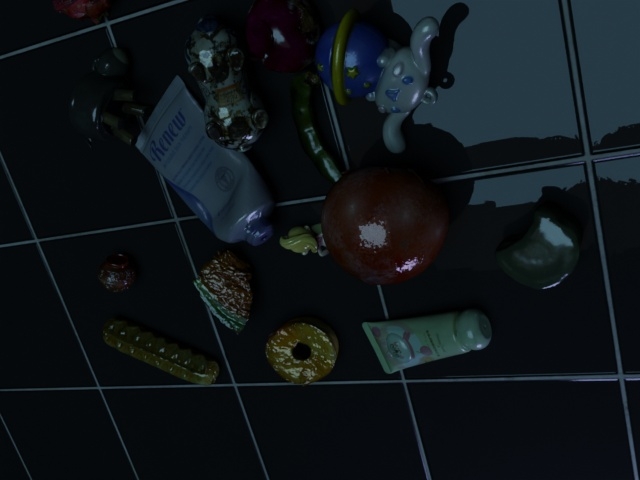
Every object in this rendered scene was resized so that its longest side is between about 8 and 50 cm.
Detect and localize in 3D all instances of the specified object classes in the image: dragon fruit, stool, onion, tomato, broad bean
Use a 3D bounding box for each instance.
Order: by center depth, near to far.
[{"bbox_3d":[0.131,-0.029,1.449,0.265,0.265,0.265,9,117,19],"label":"tomato"},{"bbox_3d":[-0.101,-0.415,1.454,0.198,0.135,0.173,-24,96,34],"label":"onion"},{"bbox_3d":[-0.013,-0.241,1.513,0.144,0.049,0.292,41,154,46],"label":"broad bean"},{"bbox_3d":[-0.512,-0.549,1.598,0.153,0.153,0.111,-12,151,27],"label":"dragon fruit"},{"bbox_3d":[-0.490,-0.327,1.649,0.139,0.153,0.228,19,119,15],"label":"stool"}]

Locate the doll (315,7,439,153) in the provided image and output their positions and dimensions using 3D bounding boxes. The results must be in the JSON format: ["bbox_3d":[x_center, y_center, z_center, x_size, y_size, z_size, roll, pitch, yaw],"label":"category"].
[{"bbox_3d":[0.114,-0.324,1.413,0.242,0.160,0.311,2,134,9],"label":"doll"}]

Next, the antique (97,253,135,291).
[{"bbox_3d":[-0.549,0.092,1.902,0.104,0.104,0.104,9,117,19],"label":"antique"}]

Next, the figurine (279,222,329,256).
[{"bbox_3d":[0.000,0.000,1.643,0.187,0.083,0.083,6,116,10],"label":"figurine"}]

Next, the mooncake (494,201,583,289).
[{"bbox_3d":[0.443,0.008,1.434,0.175,0.104,0.168,-13,111,30],"label":"mooncake"}]

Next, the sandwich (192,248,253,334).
[{"bbox_3d":[-0.222,0.122,1.781,0.185,0.109,0.160,46,102,0],"label":"sandwich"}]

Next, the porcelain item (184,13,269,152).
[{"bbox_3d":[-0.210,-0.338,1.523,0.138,0.186,0.288,-20,124,-3],"label":"porcelain item"}]

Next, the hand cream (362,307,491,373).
[{"bbox_3d":[0.246,0.225,1.639,0.306,0.093,0.147,-18,104,38],"label":"hand cream"}]

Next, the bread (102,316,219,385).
[{"bbox_3d":[-0.451,0.310,1.977,0.367,0.077,0.084,21,124,12],"label":"bread"}]

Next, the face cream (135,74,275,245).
[{"bbox_3d":[-0.261,-0.161,1.672,0.420,0.137,0.235,49,125,10],"label":"face cream"}]

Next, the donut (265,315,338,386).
[{"bbox_3d":[-0.040,0.269,1.782,0.174,0.074,0.190,44,118,1],"label":"donut"}]
